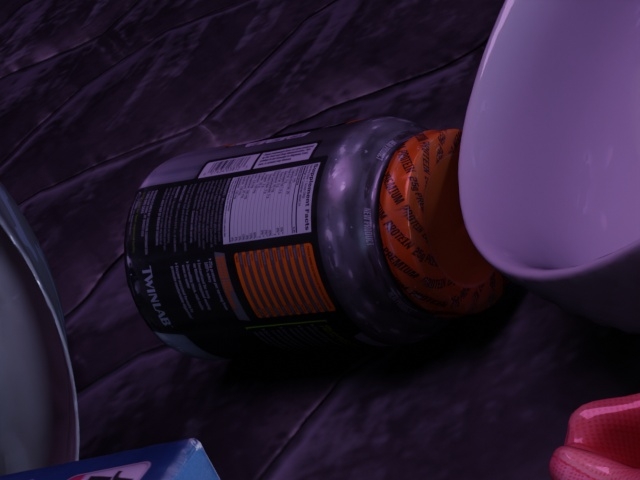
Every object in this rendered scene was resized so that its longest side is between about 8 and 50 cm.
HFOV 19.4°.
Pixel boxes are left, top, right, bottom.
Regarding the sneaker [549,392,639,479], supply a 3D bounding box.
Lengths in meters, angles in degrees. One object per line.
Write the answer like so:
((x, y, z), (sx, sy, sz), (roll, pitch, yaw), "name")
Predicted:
((0.183, 0.041, 0.538), (0.314, 0.136, 0.116), (-44, 5, 40), "sneaker")

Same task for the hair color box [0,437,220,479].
((-0.163, 0.197, 0.712), (0.347, 0.174, 0.105), (-14, 23, 33), "hair color box")

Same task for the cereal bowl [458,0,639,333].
((0.213, -0.101, 0.813), (0.339, 0.141, 0.339), (-51, 21, 28), "cereal bowl")

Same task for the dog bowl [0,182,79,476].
((-0.283, 0.069, 0.915), (0.349, 0.349, 0.102), (-27, 12, 10), "dog bowl")

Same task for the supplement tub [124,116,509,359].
((0.000, 0.000, 0.964), (0.190, 0.117, 0.117), (-7, 34, 40), "supplement tub")
